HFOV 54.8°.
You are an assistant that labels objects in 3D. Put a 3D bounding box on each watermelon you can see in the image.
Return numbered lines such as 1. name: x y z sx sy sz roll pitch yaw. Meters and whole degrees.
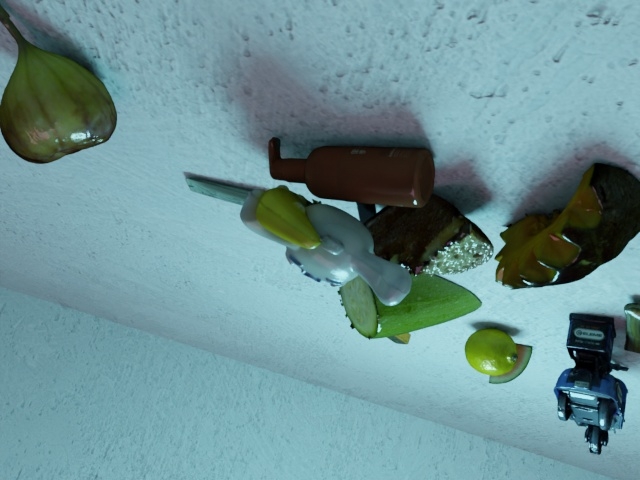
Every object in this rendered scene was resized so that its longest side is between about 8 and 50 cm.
1. watermelon: 0.453 0.278 1.507 0.135 0.125 0.094 -38 93 31

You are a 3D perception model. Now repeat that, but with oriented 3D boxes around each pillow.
1. pillow: 0.655 0.173 1.096 0.212 0.052 0.208 4 151 28

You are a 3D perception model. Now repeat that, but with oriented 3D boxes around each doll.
1. doll: 0.000 0.000 0.905 0.252 0.111 0.237 32 180 -7

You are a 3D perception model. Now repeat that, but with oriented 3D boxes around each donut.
1. donut: 0.172 -0.006 0.959 0.126 0.144 0.186 25 134 -38

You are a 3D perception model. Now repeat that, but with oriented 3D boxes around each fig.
1. fig: -0.381 -0.206 0.849 0.160 0.143 0.231 -15 149 -3

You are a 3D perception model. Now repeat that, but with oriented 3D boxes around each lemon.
1. lemon: 0.392 0.255 1.416 0.109 0.109 0.133 31 163 -31

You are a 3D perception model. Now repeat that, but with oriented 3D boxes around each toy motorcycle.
1. toy motorcycle: 0.577 0.308 1.291 0.125 0.212 0.358 5 151 32

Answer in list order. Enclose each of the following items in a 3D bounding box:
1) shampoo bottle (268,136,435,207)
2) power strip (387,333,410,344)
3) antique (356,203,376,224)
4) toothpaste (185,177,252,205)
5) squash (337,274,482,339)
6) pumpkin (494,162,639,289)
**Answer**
1. shampoo bottle: 0.036 -0.097 0.876 0.244 0.085 0.085 9 157 26
2. power strip: 0.177 0.233 1.630 0.049 0.028 0.178 -3 150 42
3. antique: 0.076 -0.056 1.029 0.031 0.015 0.192 13 157 15
4. toothpaste: -0.153 -0.082 1.122 0.197 0.029 0.048 14 156 15
5. squash: 0.187 0.098 1.309 0.260 0.189 0.189 -14 167 -20
6. pumpkin: 0.351 0.016 0.846 0.149 0.130 0.254 20 157 -6
